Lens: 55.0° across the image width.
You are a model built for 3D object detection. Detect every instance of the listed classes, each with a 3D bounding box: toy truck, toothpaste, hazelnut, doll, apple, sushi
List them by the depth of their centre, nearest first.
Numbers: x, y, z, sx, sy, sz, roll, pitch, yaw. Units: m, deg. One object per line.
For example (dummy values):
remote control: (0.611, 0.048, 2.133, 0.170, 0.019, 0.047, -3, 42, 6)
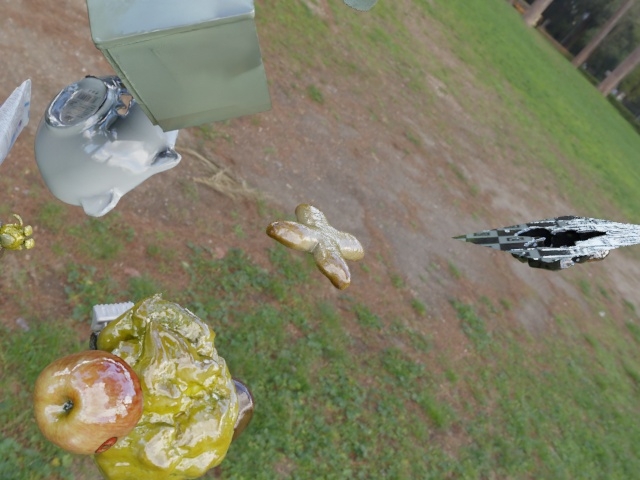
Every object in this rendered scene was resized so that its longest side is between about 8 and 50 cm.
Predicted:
apple: (-0.330, 0.227, 0.872, 0.146, 0.146, 0.131, 49, 11, 16)
sushi: (0.348, 0.014, 0.894, 0.232, 0.047, 0.220, -10, 12, -19)
toothpaste: (-0.587, -0.170, 1.094, 0.073, 0.114, 0.299, 18, 43, -10)
doll: (-0.803, -0.022, 1.504, 0.096, 0.188, 0.145, -65, 135, -66)
toy truck: (-0.494, 0.297, 1.516, 0.136, 0.111, 0.285, -1, 62, -38)
hazelnut: (-0.309, 0.492, 1.771, 0.234, 0.218, 0.218, 1, 46, -34)

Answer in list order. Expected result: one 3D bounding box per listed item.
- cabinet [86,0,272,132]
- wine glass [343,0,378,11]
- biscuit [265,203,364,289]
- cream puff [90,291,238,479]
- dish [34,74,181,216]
cabinet: (-0.144, -0.231, 0.651, 0.206, 0.150, 0.144, 87, -9, -78)
wine glass: (0.104, -0.436, 0.919, 0.093, 0.202, 0.092, 15, 61, -29)
biscuit: (0.001, 0.000, 1.083, 0.164, 0.047, 0.208, 36, 17, 2)
cream puff: (-0.285, 0.258, 1.111, 0.291, 0.257, 0.324, 14, 26, -3)
dish: (-0.285, -0.159, 0.806, 0.236, 0.228, 0.086, 54, -5, 37)
